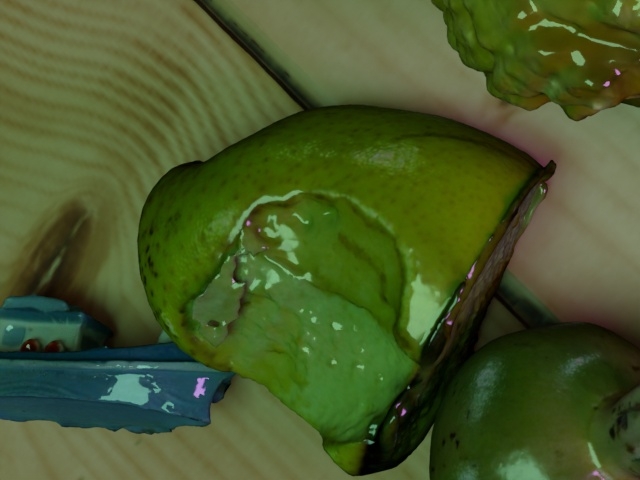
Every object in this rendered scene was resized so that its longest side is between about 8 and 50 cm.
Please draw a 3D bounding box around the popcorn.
[{"bbox_3d":[0.196,-0.180,0.803,0.237,0.251,0.206,125,131,-57],"label":"popcorn"}]

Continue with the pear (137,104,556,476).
[{"bbox_3d":[0.000,0.000,0.941,0.255,0.164,0.238,32,115,15],"label":"pear"}]

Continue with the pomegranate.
[{"bbox_3d":[0.168,0.125,0.876,0.179,0.179,0.210,39,125,11],"label":"pomegranate"}]

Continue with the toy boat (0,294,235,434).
[{"bbox_3d":[-0.168,0.095,1.076,0.238,0.109,0.098,1,68,23],"label":"toy boat"}]
